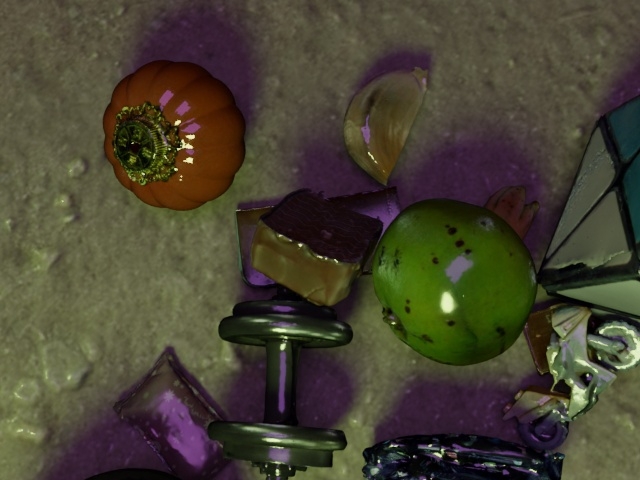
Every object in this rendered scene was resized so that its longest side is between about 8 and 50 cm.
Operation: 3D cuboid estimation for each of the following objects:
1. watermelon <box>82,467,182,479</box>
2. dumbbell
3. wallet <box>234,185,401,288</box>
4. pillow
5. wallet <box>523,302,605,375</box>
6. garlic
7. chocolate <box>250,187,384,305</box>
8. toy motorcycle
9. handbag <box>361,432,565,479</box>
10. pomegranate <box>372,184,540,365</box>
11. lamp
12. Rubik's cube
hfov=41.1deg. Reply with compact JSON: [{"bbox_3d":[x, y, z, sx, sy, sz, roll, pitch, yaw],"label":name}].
[{"bbox_3d":[-0.276,0.451,1.050,0.279,0.279,0.359,40,78,11],"label":"watermelon"},{"bbox_3d":[-0.052,0.192,1.155,0.192,0.192,0.290,2,77,3],"label":"dumbbell"},{"bbox_3d":[0.000,0.000,1.288,0.255,0.031,0.137,-8,76,1],"label":"wallet"},{"bbox_3d":[-0.202,0.262,1.218,0.118,0.043,0.185,-43,78,-11],"label":"pillow"},{"bbox_3d":[0.386,0.129,1.241,0.176,0.026,0.095,-17,81,-2],"label":"wallet"},{"bbox_3d":[0.090,-0.189,1.312,0.101,0.087,0.195,23,73,-6],"label":"garlic"},{"bbox_3d":[-0.005,0.010,1.162,0.148,0.214,0.093,22,114,10],"label":"chocolate"},{"bbox_3d":[0.333,0.179,1.174,0.130,0.094,0.229,39,113,10],"label":"toy motorcycle"},{"bbox_3d":[0.182,0.310,1.131,0.260,0.162,0.113,5,74,0],"label":"handbag"},{"bbox_3d":[0.210,0.033,1.183,0.302,0.236,0.236,-38,76,-28],"label":"pomegranate"},{"bbox_3d":[-0.214,-0.153,1.253,0.223,0.196,0.223,8,109,23],"label":"lamp"},{"bbox_3d":[0.507,-0.025,1.110,0.310,0.307,0.305,23,80,-6],"label":"Rubik's cube"}]
